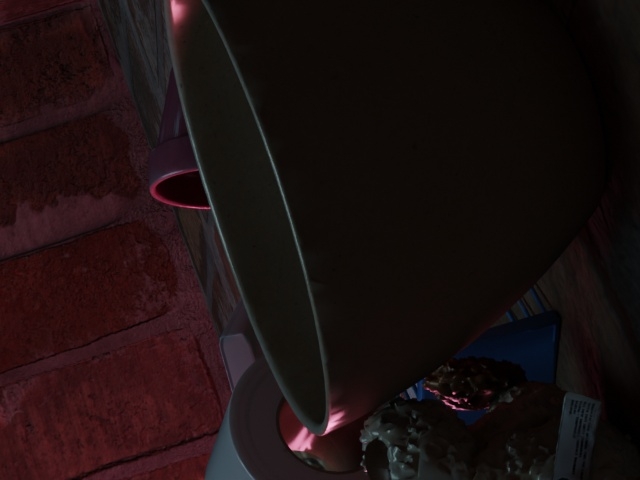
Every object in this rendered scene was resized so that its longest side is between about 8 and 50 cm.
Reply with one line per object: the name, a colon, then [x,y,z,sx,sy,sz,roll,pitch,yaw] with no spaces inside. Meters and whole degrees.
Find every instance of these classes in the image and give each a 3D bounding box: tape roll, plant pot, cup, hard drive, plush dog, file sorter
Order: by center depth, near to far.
cup: [0.054,-0.059,0.955,0.331,0.237,0.331,163,90,-78]
plush dog: [0.170,0.178,0.995,0.262,0.210,0.225,59,-171,-8]
file sorter: [0.124,0.100,1.177,0.170,0.118,0.104,84,166,-47]
tape roll: [-0.007,0.267,1.664,0.169,0.246,0.246,111,142,-47]
plant pot: [-0.141,-0.156,1.922,0.201,0.201,0.180,114,153,-74]
hard drive: [-0.068,0.172,2.042,0.353,0.047,0.233,-69,-33,-68]

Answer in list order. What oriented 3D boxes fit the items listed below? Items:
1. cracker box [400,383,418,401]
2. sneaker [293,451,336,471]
cracker box: [0.096,0.070,1.395,0.156,0.067,0.232,-118,14,-44]
sneaker: [0.079,0.332,1.845,0.182,0.158,0.410,-37,66,45]
